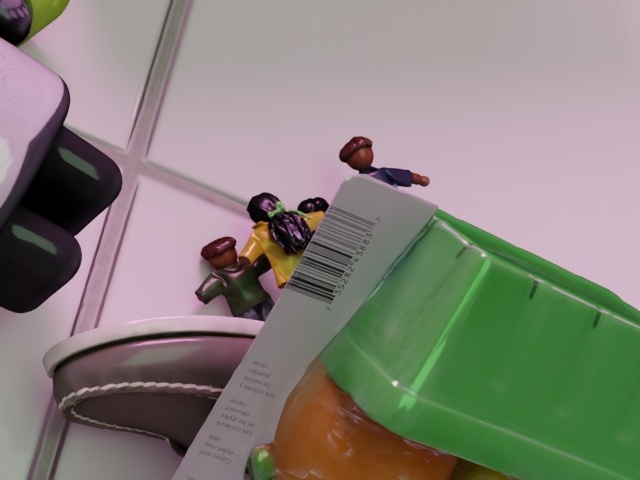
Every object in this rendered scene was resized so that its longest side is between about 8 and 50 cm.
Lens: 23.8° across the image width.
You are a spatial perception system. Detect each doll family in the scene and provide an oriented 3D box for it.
[{"bbox_3d":[0.000,0.000,1.082,0.193,0.076,0.111,-24,80,-38],"label":"doll family"}]

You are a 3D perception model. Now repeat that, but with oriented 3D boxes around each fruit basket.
[{"bbox_3d":[0.052,0.159,0.932,0.327,0.353,0.165,23,17,-31],"label":"fruit basket"}]

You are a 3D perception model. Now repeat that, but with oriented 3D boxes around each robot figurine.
[{"bbox_3d":[-0.262,-0.066,0.902,0.278,0.173,0.209,32,22,-15],"label":"robot figurine"}]

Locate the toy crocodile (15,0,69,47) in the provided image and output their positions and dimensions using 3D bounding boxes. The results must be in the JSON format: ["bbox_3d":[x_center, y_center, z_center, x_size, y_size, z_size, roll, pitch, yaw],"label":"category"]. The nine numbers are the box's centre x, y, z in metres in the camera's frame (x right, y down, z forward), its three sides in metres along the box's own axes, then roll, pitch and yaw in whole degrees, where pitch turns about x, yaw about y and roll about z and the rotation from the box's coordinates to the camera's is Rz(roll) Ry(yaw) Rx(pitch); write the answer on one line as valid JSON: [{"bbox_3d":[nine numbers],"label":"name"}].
[{"bbox_3d":[-0.308,-0.255,0.993,0.340,0.105,0.115,32,42,-12],"label":"toy crocodile"}]

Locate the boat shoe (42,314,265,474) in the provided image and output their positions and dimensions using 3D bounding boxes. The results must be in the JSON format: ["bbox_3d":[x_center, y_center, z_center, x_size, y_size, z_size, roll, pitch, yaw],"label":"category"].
[{"bbox_3d":[-0.033,0.113,0.995,0.305,0.109,0.091,9,63,-30],"label":"boat shoe"}]
